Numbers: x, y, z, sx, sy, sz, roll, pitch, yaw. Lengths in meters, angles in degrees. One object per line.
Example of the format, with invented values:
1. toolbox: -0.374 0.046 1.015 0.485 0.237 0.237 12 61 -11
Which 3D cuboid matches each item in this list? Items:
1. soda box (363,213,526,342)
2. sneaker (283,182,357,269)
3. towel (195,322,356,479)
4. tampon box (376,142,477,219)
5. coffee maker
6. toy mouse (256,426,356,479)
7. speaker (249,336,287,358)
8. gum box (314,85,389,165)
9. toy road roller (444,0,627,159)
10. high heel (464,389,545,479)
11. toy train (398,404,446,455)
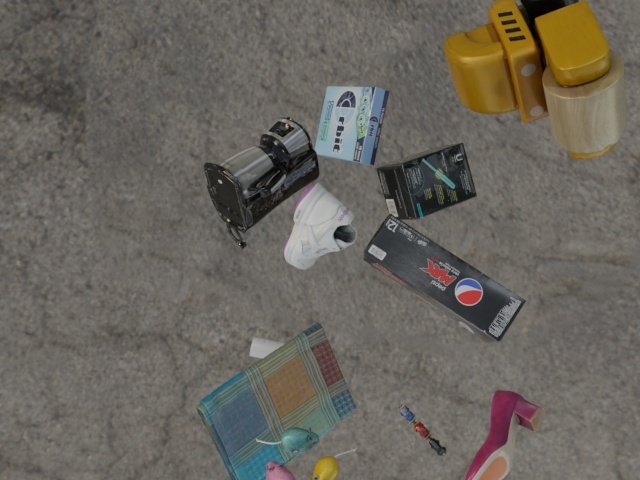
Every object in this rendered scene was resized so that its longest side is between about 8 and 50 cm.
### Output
1. soda box: 0.129 0.042 0.668 0.169 0.060 0.053 34 84 9
2. sneaker: 0.000 0.000 1.471 0.152 0.114 0.305 32 150 10
3. towel: -0.094 0.406 1.511 0.370 0.040 0.271 -30 107 -27
4. tampon box: 0.221 -0.122 1.295 0.161 0.101 0.120 -20 100 -24
5. coffee maker: -0.101 -0.107 1.089 0.120 0.178 0.171 43 150 15
6. toy mouse: -0.042 0.342 0.973 0.143 0.161 0.031 29 140 19
7. speaker: -0.120 0.296 1.662 0.136 0.055 0.055 11 127 1
8. gum box: 0.063 -0.251 1.340 0.041 0.184 0.156 7 99 -35
9. toy road roller: 0.356 -0.285 1.068 0.241 0.329 0.202 -18 139 16
10. high heel: 0.344 0.401 1.265 0.244 0.117 0.082 -43 122 -23
11. toy train: 0.247 0.465 1.523 0.027 0.158 0.036 -46 150 -1
